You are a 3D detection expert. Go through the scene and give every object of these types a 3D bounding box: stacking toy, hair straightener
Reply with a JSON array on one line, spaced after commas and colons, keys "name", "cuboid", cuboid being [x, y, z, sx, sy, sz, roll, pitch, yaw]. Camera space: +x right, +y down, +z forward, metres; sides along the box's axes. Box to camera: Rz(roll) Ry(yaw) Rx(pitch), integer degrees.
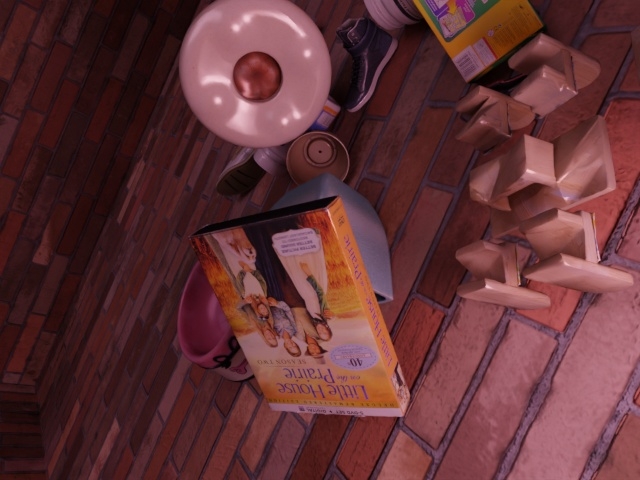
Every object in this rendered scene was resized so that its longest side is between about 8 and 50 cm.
[{"name": "stacking toy", "cuboid": [-0.179, -0.485, 1.202, 0.350, 0.351, 0.480, -50, 28, 21]}, {"name": "hair straightener", "cuboid": [0.376, -0.274, 0.857, 0.230, 0.047, 0.089, -13, 63, 41]}]

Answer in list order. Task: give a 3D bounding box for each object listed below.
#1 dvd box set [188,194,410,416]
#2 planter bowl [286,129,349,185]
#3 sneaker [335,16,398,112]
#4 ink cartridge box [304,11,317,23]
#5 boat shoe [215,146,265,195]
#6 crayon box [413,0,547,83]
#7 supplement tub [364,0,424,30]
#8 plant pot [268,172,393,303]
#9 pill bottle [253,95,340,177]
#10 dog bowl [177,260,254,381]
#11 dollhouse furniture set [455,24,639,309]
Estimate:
[{"name": "dvd box set", "cuboid": [-0.038, 0.144, 0.836, 0.308, 0.420, 0.062, -9, 22, 30]}, {"name": "planter bowl", "cuboid": [-0.003, -0.225, 1.196, 0.162, 0.162, 0.109, -46, 17, 25]}, {"name": "sneaker", "cuboid": [0.088, -0.471, 1.185, 0.086, 0.163, 0.226, 38, 104, 49]}, {"name": "ink cartridge box", "cuboid": [-0.168, -0.647, 1.660, 0.308, 0.091, 0.385, -67, 22, 2]}, {"name": "boat shoe", "cuboid": [-0.240, -0.270, 1.521, 0.302, 0.113, 0.103, -37, 46, 19]}, {"name": "crayon box", "cuboid": [0.294, -0.478, 0.887, 0.165, 0.081, 0.278, -33, 90, 36]}, {"name": "supplement tub", "cuboid": [0.249, -0.635, 1.050, 0.272, 0.191, 0.191, -8, 67, 47]}, {"name": "plant pot", "cuboid": [0.000, 0.000, 1.008, 0.248, 0.247, 0.252, -21, 51, 43]}, {"name": "pill bottle", "cuboid": [-0.078, -0.324, 1.314, 0.272, 0.152, 0.152, -50, 42, 20]}, {"name": "dog bowl", "cuboid": [-0.266, 0.189, 1.291, 0.408, 0.150, 0.408, -24, 55, 40]}, {"name": "dollhouse furniture set", "cuboid": [0.415, -0.107, 0.643, 0.394, 0.257, 0.362, 142, 137, -61]}]
